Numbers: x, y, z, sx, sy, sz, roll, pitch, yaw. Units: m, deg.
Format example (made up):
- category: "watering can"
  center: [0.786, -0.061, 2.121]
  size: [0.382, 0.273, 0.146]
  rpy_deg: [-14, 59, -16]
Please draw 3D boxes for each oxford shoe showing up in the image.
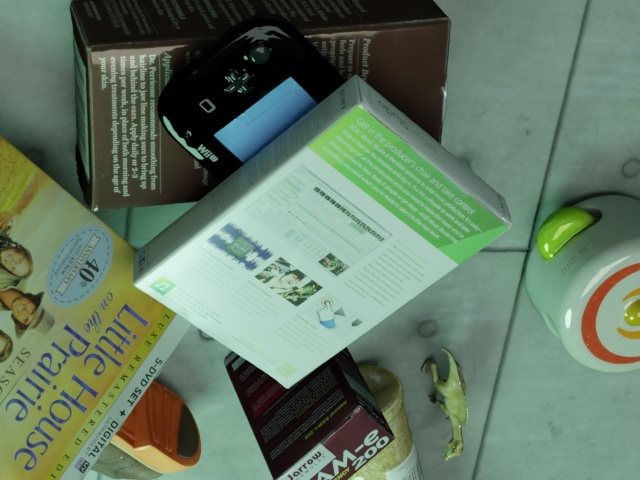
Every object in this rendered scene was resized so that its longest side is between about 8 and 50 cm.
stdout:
- category: "oxford shoe"
  center: [-0.291, 0.187, 1.877]
  size: [0.133, 0.130, 0.364]
  rpy_deg: [-25, 135, 24]

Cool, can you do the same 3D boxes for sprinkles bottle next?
- category: "sprinkles bottle"
  center: [0.078, 0.326, 2.098]
  size: [0.121, 0.121, 0.355]
  rpy_deg: [-19, 123, -7]

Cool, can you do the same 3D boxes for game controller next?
- category: "game controller"
  center: [-0.017, -0.090, 1.694]
  size: [0.166, 0.067, 0.319]
  rpy_deg: [-41, 123, 9]

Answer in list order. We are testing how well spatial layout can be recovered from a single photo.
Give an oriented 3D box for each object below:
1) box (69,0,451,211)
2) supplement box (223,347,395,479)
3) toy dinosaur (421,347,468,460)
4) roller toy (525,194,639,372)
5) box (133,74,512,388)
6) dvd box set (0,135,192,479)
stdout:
- category: "box"
  center: [-0.066, -0.158, 1.759]
  size: [0.381, 0.143, 0.191]
  rpy_deg: [-5, 120, -14]
- category: "supplement box"
  center: [-0.017, 0.180, 1.909]
  size: [0.130, 0.239, 0.073]
  rpy_deg: [-42, 123, 9]
- category: "toy dinosaur"
  center: [0.164, 0.182, 2.057]
  size: [0.053, 0.092, 0.183]
  rpy_deg: [-13, 122, -11]
- category: "roller toy"
  center: [0.360, 0.056, 2.015]
  size: [0.209, 0.146, 0.191]
  rpy_deg: [-3, 121, -17]
- category: "box"
  center: [0.000, 0.000, 1.708]
  size: [0.322, 0.058, 0.232]
  rpy_deg: [-36, 125, 25]
- category: "dvd box set"
  center: [-0.362, 0.059, 1.691]
  size: [0.420, 0.062, 0.307]
  rpy_deg: [42, 69, -18]
